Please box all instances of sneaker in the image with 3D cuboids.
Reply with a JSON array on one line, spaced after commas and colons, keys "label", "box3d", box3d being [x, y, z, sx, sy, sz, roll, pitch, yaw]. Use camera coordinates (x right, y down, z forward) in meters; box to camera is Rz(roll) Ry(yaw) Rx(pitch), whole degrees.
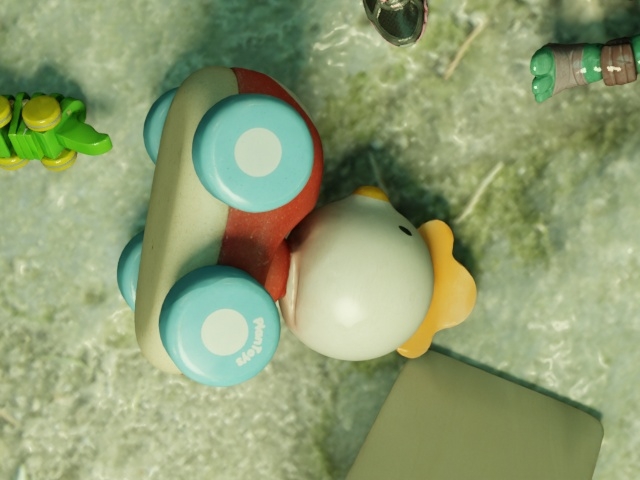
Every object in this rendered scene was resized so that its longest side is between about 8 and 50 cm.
[{"label": "sneaker", "box3d": [0.045, -0.195, 0.963, 0.047, 0.057, 0.119, -14, 92, 10]}]

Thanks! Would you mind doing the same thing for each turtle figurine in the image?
[{"label": "turtle figurine", "box3d": [0.261, -0.142, 0.893, 0.234, 0.118, 0.175, 7, 82, 25]}]

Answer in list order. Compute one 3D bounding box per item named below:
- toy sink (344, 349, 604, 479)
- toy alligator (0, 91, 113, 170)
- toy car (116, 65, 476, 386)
[{"label": "toy sink", "box3d": [0.083, 0.210, 0.927, 0.153, 0.234, 0.131, 22, 127, 8]}, {"label": "toy alligator", "box3d": [-0.245, -0.090, 1.033, 0.190, 0.056, 0.051, 2, 52, 12]}, {"label": "toy car", "box3d": [0.000, 0.000, 0.940, 0.238, 0.219, 0.210, 10, 95, -18]}]
